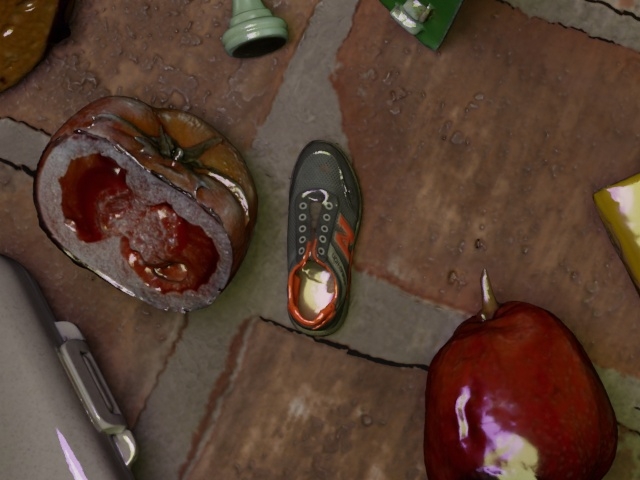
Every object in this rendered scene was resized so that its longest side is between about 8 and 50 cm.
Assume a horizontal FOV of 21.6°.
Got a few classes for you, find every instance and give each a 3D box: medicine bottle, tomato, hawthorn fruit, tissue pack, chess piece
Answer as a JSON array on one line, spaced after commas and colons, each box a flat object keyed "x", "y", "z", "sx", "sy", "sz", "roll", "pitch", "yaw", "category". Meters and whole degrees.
[{"x": -0.329, "y": 0.206, "z": 1.612, "sx": 0.282, "sy": 0.123, "sz": 0.375, "roll": -31, "pitch": 73, "yaw": 5, "category": "medicine bottle"}, {"x": -0.151, "y": -0.051, "z": 1.608, "sx": 0.214, "sy": 0.155, "sz": 0.180, "roll": 36, "pitch": 129, "yaw": 0, "category": "tomato"}, {"x": 0.173, "y": 0.152, "z": 1.575, "sx": 0.190, "sy": 0.189, "sz": 0.251, "roll": -17, "pitch": 74, "yaw": 5, "category": "hawthorn fruit"}, {"x": 0.346, "y": 0.006, "z": 1.600, "sx": 0.120, "sy": 0.082, "sz": 0.169, "roll": -26, "pitch": 88, "yaw": 6, "category": "tissue pack"}, {"x": -0.074, "y": -0.237, "z": 1.655, "sx": 0.067, "sy": 0.067, "sz": 0.103, "roll": -16, "pitch": 79, "yaw": 5, "category": "chess piece"}]

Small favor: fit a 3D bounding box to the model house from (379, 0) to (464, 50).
[{"x": 0.090, "y": -0.420, "z": 1.592, "sx": 0.358, "sy": 0.242, "sz": 0.313, "roll": 42, "pitch": 77, "yaw": 6, "category": "model house"}]

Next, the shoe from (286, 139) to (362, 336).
[{"x": 0.000, "y": -0.002, "z": 1.635, "sx": 0.074, "sy": 0.077, "sz": 0.194, "roll": 3, "pitch": 90, "yaw": 6, "category": "shoe"}]

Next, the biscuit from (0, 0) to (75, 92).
[{"x": -0.378, "y": -0.256, "z": 1.608, "sx": 0.296, "sy": 0.075, "sz": 0.296, "roll": -9, "pitch": 127, "yaw": -12, "category": "biscuit"}]
